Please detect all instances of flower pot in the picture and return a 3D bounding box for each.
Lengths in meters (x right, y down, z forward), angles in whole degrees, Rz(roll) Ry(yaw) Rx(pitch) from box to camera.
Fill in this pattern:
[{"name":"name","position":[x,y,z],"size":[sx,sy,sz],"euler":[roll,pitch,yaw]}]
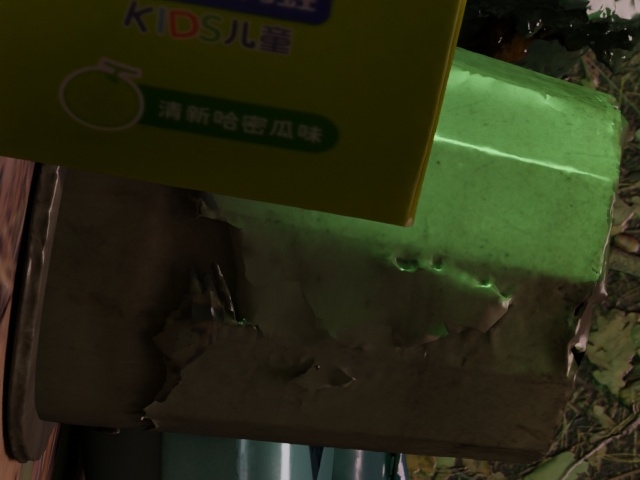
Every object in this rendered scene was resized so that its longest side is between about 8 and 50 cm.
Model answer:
[{"name":"flower pot","position":[0.000,0.000,0.693],"size":[0.212,0.202,0.212],"euler":[13,90,-88]}]

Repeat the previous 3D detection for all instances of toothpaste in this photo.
[{"name":"toothpaste","position":[-0.010,-0.141,0.508],"size":[0.327,0.110,0.077],"euler":[-80,179,-46]}]

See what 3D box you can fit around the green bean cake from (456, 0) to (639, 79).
[{"name":"green bean cake","position":[0.076,-0.163,1.058],"size":[0.300,0.169,0.308],"euler":[34,-67,46]}]

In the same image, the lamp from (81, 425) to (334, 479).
[{"name":"lamp","position":[-0.040,0.070,0.914],"size":[0.209,0.147,0.284],"euler":[-84,-167,-51]}]

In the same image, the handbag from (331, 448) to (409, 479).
[{"name":"handbag","position":[-0.034,0.141,1.584],"size":[0.263,0.222,0.241],"euler":[98,-2,-74]}]
